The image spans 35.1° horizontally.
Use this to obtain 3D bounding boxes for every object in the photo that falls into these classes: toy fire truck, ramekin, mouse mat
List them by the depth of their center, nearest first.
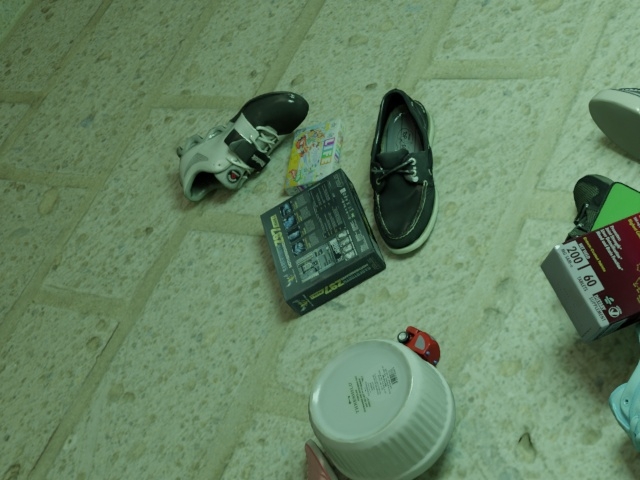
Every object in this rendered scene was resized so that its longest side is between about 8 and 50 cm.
[{"bbox_3d":[0.475,0.012,1.438,0.190,0.007,0.152,29,66,7],"label":"mouse mat"},{"bbox_3d":[0.080,0.239,1.458,0.207,0.109,0.207,-19,46,21],"label":"ramekin"},{"bbox_3d":[0.137,0.232,1.540,0.135,0.047,0.192,24,71,44],"label":"toy fire truck"}]

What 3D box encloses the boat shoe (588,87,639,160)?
[{"bbox_3d":[0.590,-0.185,1.538,0.158,0.127,0.340,-45,50,-15],"label":"boat shoe"}]

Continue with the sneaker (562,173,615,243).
[{"bbox_3d":[0.400,-0.017,1.509,0.130,0.087,0.227,1,48,-13],"label":"sneaker"}]

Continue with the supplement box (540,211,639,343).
[{"bbox_3d":[0.440,0.034,1.381,0.239,0.073,0.130,-21,69,-15],"label":"supplement box"}]

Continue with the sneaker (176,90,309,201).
[{"bbox_3d":[-0.153,-0.177,2.040,0.331,0.122,0.146,-29,49,30],"label":"sneaker"}]

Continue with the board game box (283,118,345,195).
[{"bbox_3d":[-0.010,-0.165,1.991,0.103,0.026,0.154,-12,49,27],"label":"board game box"}]

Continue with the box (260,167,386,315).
[{"bbox_3d":[0.000,0.000,1.822,0.183,0.059,0.232,-30,44,10],"label":"box"}]

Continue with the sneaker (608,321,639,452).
[{"bbox_3d":[0.440,0.246,1.273,0.150,0.135,0.366,-13,40,36],"label":"sneaker"}]

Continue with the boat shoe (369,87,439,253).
[{"bbox_3d":[0.141,-0.136,1.799,0.127,0.113,0.340,-9,50,28],"label":"boat shoe"}]

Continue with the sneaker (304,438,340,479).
[{"bbox_3d":[-0.009,0.364,1.526,0.070,0.051,0.134,-34,47,-2],"label":"sneaker"}]
